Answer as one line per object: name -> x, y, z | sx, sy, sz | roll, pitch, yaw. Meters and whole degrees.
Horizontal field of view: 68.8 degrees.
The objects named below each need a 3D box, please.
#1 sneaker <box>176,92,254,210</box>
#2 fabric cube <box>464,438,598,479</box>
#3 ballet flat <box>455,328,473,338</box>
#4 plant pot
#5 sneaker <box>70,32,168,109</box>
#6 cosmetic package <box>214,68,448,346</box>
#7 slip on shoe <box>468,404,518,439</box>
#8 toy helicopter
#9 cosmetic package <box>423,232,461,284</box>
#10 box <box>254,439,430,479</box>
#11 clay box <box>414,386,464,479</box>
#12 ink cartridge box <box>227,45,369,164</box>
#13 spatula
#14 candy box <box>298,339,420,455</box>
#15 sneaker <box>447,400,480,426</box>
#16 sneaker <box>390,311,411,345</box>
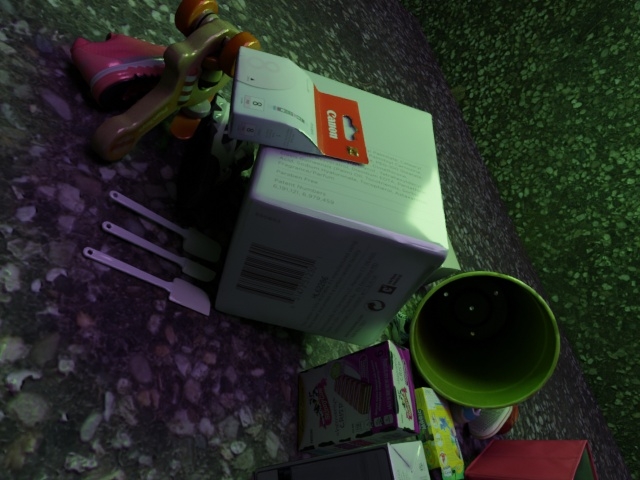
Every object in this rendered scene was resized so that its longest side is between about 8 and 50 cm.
sneaker -> -0.204, -0.178, 0.998 | 0.146, 0.123, 0.330 | 34, 42, -32
fabric cube -> 0.559, 0.677, 1.198 | 0.259, 0.258, 0.253 | -2, 79, -54
ballet flat -> 0.532, 0.379, 1.602 | 0.230, 0.077, 0.077 | 55, 17, -5
plant pot -> 0.453, 0.240, 1.367 | 0.366, 0.367, 0.353 | 61, 14, 1
sneaker -> -0.359, -0.369, 0.948 | 0.136, 0.116, 0.314 | 51, 32, -5
cosmetic package -> 0.015, -0.066, 0.922 | 0.328, 0.329, 0.393 | 15, 48, -10
slip on shoe -> 0.551, 0.556, 1.455 | 0.331, 0.123, 0.101 | 2, 68, -58
toy helicopter -> -0.277, -0.271, 0.881 | 0.140, 0.235, 0.355 | 43, 72, 1
cosmetic package -> 0.328, -0.013, 1.553 | 0.129, 0.153, 0.295 | 10, 56, -48
box -> 0.029, 0.413, 0.707 | 0.087, 0.290, 0.169 | 19, 53, -44
clay box -> 0.302, 0.502, 1.215 | 0.128, 0.053, 0.221 | 24, 49, -44
ink cartridge box -> -0.030, -0.226, 0.778 | 0.233, 0.066, 0.188 | 6, 50, -12
spatula -> -0.286, 0.019, 0.839 | 0.242, 0.019, 0.168 | 32, 48, -34
candy box -> 0.062, 0.302, 0.884 | 0.071, 0.234, 0.159 | 32, 42, -36
sneaker -> 0.445, 0.464, 1.398 | 0.087, 0.092, 0.229 | 56, 32, -4
sneaker -> 0.228, 0.224, 1.323 | 0.052, 0.058, 0.135 | 12, 55, -49
